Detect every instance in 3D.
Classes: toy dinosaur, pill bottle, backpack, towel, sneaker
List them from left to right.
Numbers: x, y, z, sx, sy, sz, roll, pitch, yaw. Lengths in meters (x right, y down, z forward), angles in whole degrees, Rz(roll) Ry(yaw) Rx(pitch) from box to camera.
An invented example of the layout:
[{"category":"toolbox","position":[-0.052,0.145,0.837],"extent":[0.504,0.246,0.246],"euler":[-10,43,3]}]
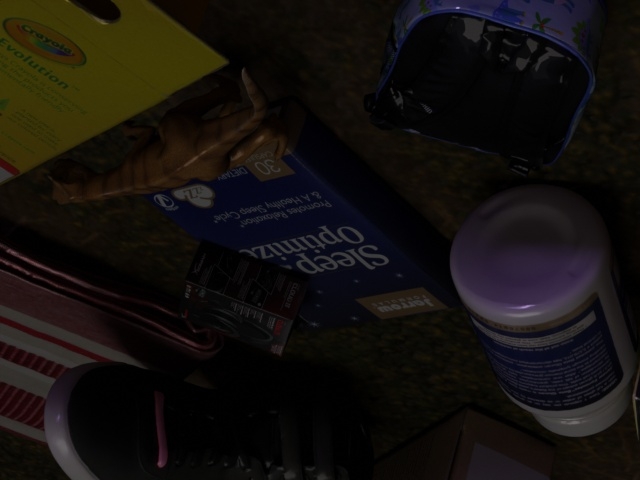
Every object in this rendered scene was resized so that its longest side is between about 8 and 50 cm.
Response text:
[{"category":"towel","position":[-0.239,0.082,1.388],"extent":[0.237,0.037,0.329],"euler":[24,151,-15]},{"category":"toy dinosaur","position":[-0.063,-0.053,0.960],"extent":[0.211,0.112,0.064],"euler":[-22,101,43]},{"category":"sneaker","position":[-0.066,0.139,1.280],"extent":[0.147,0.104,0.296],"euler":[-13,159,29]},{"category":"backpack","position":[0.086,-0.100,0.858],"extent":[0.105,0.084,0.114],"euler":[18,155,-1]},{"category":"pill bottle","position":[0.142,0.050,1.067],"extent":[0.094,0.094,0.169],"euler":[4,147,23]}]

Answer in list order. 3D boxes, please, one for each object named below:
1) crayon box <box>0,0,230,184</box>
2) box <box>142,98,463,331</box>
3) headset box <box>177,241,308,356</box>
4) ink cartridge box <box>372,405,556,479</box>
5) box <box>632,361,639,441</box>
[{"category":"crayon box","position":[-0.205,-0.128,0.970],"extent":[0.202,0.081,0.318],"euler":[35,146,-28]},{"category":"box","position":[0.000,0.000,1.121],"extent":[0.136,0.036,0.225],"euler":[-12,140,41]},{"category":"headset box","position":[-0.047,0.040,1.143],"extent":[0.083,0.032,0.062],"euler":[22,153,1]},{"category":"ink cartridge box","position":[0.076,0.268,1.326],"extent":[0.088,0.234,0.193],"euler":[26,150,-15]},{"category":"box","position":[0.310,0.089,1.054],"extent":[0.232,0.087,0.058],"euler":[8,149,18]}]
